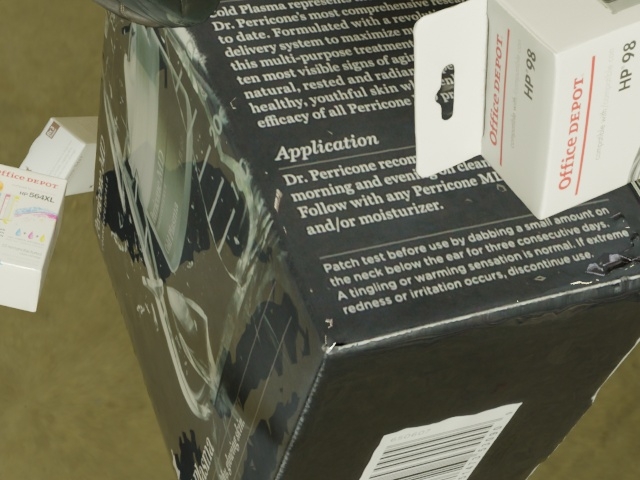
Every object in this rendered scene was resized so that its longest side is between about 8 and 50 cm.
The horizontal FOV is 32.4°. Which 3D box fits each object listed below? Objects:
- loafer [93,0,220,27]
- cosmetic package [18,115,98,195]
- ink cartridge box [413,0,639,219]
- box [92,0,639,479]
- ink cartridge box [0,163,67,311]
[{"bbox_3d":[-0.123,-0.149,0.488,0.170,0.061,0.062,41,61,-31],"label":"loafer"},{"bbox_3d":[-0.412,-0.149,1.913,0.085,0.231,0.117,38,106,7],"label":"cosmetic package"},{"bbox_3d":[0.138,-0.080,0.531,0.180,0.104,0.060,-22,48,-14],"label":"ink cartridge box"},{"bbox_3d":[0.000,0.000,0.987,0.298,0.479,0.471,-10,56,-21],"label":"box"},{"bbox_3d":[-0.337,-0.012,1.207,0.092,0.090,0.143,13,54,-10],"label":"ink cartridge box"}]
